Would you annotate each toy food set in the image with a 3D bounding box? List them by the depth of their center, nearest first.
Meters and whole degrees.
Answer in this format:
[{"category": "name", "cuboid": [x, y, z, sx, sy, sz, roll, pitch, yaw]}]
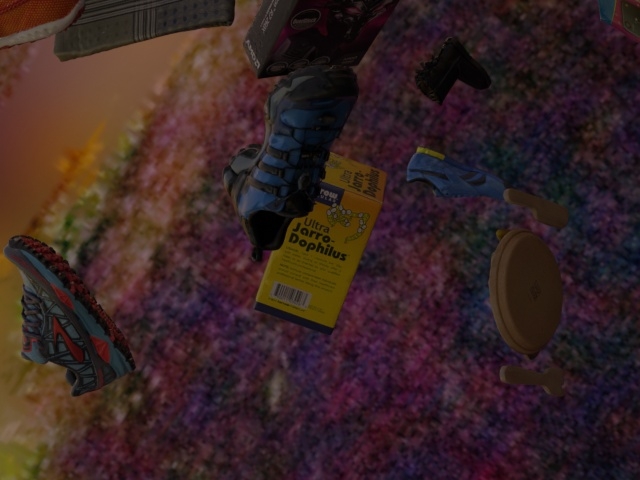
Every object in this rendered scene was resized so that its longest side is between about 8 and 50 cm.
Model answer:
[{"category": "toy food set", "cuboid": [0.197, 0.051, 0.976, 0.038, 0.132, 0.192, -7, 74, 42]}]

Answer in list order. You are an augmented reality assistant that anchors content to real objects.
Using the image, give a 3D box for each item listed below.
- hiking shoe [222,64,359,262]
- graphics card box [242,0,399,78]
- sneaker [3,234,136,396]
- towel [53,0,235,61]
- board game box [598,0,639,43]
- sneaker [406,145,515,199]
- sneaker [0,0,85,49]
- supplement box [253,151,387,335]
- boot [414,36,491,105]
[{"category": "hiking shoe", "cuboid": [-0.023, -0.097, 1.238, 0.304, 0.113, 0.132, -51, 50, 53]}, {"category": "graphics card box", "cuboid": [0.026, -0.438, 1.767, 0.094, 0.232, 0.371, 67, 149, 17]}, {"category": "sneaker", "cuboid": [-0.364, 0.114, 1.357, 0.125, 0.262, 0.104, -34, 27, -7]}, {"category": "towel", "cuboid": [-0.272, -0.444, 1.537, 0.324, 0.056, 0.312, -6, 78, 22]}, {"category": "board game box", "cuboid": [0.441, -0.276, 1.094, 0.097, 0.224, 0.303, -38, 53, -6]}, {"category": "sneaker", "cuboid": [0.262, -0.104, 1.875, 0.069, 0.209, 0.082, 113, 178, -82]}, {"category": "sneaker", "cuboid": [-0.251, -0.159, 0.702, 0.175, 0.067, 0.064, -21, 30, 11]}, {"category": "supplement box", "cuboid": [0.000, 0.000, 2.268, 0.194, 0.195, 0.357, -76, 5, -65]}, {"category": "boot", "cuboid": [0.219, -0.267, 1.656, 0.099, 0.121, 0.045, -54, 25, -16]}]
